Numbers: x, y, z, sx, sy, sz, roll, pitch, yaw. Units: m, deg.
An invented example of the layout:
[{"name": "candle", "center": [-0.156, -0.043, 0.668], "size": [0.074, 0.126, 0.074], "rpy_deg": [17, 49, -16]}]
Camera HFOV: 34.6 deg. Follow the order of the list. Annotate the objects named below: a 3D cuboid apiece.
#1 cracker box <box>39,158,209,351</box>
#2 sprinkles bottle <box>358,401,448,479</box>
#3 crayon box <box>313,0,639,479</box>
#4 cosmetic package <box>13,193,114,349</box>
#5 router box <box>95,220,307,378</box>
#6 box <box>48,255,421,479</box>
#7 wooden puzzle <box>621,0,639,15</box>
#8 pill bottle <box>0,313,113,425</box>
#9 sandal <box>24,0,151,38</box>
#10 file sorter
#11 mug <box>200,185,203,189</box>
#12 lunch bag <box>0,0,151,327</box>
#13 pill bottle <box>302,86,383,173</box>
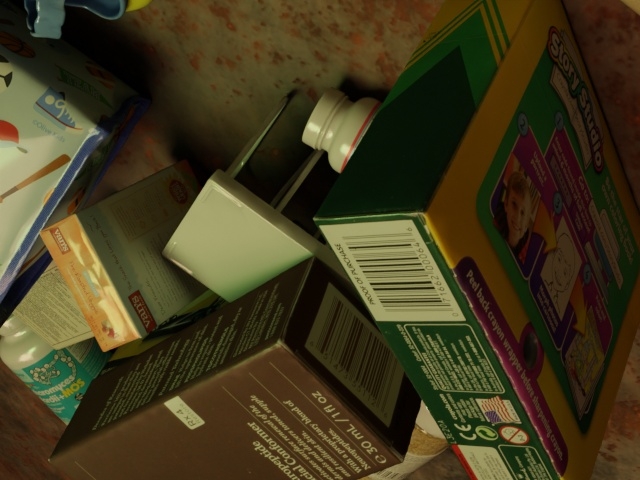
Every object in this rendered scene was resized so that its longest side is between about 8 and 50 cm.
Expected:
[{"name": "cracker box", "center": [-0.207, 0.011, 1.221], "size": [0.067, 0.232, 0.155], "rpy_deg": [-22, 98, 30]}, {"name": "sprinkles bottle", "center": [0.120, 0.260, 1.443], "size": [0.121, 0.121, 0.355], "rpy_deg": [33, 146, -1]}, {"name": "crayon box", "center": [0.172, 0.003, 0.908], "size": [0.106, 0.313, 0.363], "rpy_deg": [-3, 132, 36]}, {"name": "cosmetic package", "center": [-0.357, 0.054, 1.556], "size": [0.153, 0.129, 0.296], "rpy_deg": [47, 144, -19]}, {"name": "router box", "center": [-0.153, 0.116, 1.370], "size": [0.081, 0.243, 0.309], "rpy_deg": [46, 143, -19]}, {"name": "box", "center": [-0.097, 0.190, 1.114], "size": [0.381, 0.143, 0.191], "rpy_deg": [-30, 114, 36]}, {"name": "wooden puzzle", "center": [0.274, -0.292, 0.679], "size": [0.322, 0.080, 0.348], "rpy_deg": [36, 150, -5]}, {"name": "pill bottle", "center": [-0.463, 0.205, 1.811], "size": [0.146, 0.146, 0.264], "rpy_deg": [-6, 131, 42]}, {"name": "sandal", "center": [-0.332, -0.320, 1.063], "size": [0.317, 0.138, 0.126], "rpy_deg": [33, 148, 2]}, {"name": "file sorter", "center": [0.000, 0.000, 1.165], "size": [0.278, 0.173, 0.193], "rpy_deg": [36, 146, -5]}, {"name": "mug", "center": [-0.151, -0.043, 1.346], "size": [0.064, 0.078, 0.062], "rpy_deg": [48, -173, -7]}, {"name": "lunch bag", "center": [-0.448, -0.097, 1.243], "size": [0.328, 0.239, 0.385], "rpy_deg": [35, 109, -4]}, {"name": "pill bottle", "center": [0.066, -0.094, 1.072], "size": [0.160, 0.087, 0.087], "rpy_deg": [29, 146, 6]}]
